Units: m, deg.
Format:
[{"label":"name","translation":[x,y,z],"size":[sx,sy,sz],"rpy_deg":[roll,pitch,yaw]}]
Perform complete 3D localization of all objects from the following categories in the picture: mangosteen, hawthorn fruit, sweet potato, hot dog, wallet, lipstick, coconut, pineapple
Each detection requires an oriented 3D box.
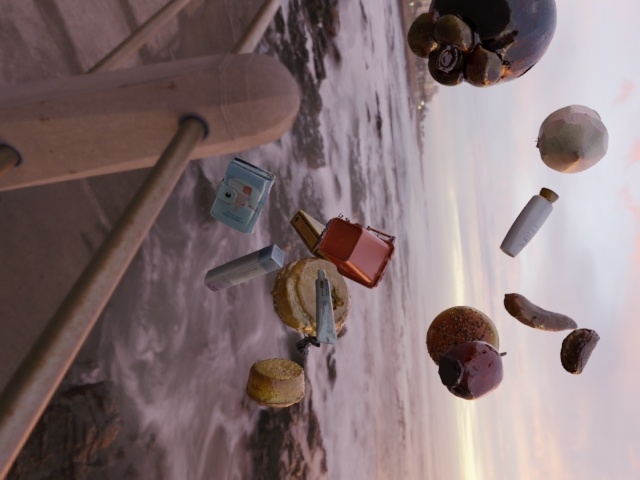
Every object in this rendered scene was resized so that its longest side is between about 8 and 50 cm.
[{"label":"mangosteen","translation":[0.375,-0.496,1.201],"size":[0.307,0.347,0.307],"rpy_deg":[47,-13,14]},{"label":"hawthorn fruit","translation":[0.538,0.441,1.778],"size":[0.215,0.249,0.215],"rpy_deg":[58,-7,12]},{"label":"sweet potato","translation":[0.786,0.276,1.835],"size":[0.097,0.291,0.097],"rpy_deg":[-155,-90,-90]},{"label":"hot dog","translation":[0.763,0.324,1.506],"size":[0.147,0.065,0.099],"rpy_deg":[-59,-171,-1]},{"label":"wallet","translation":[-0.279,-0.156,1.804],"size":[0.075,0.176,0.250],"rpy_deg":[-69,-174,-58]},{"label":"lipstick","translation":[-0.276,0.102,1.819],"size":[0.066,0.317,0.068],"rpy_deg":[48,34,-35]},{"label":"coconut","translation":[0.829,-0.331,1.678],"size":[0.234,0.224,0.224],"rpy_deg":[-54,140,-46]},{"label":"pineapple","translation":[-0.018,0.452,2.422],"size":[0.125,0.251,0.125],"rpy_deg":[44,16,-15]}]

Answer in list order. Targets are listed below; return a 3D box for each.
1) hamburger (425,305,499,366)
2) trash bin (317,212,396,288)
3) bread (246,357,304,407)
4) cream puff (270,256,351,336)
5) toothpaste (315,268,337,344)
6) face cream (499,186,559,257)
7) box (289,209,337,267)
[{"label":"hamburger","translation":[0.568,0.408,2.034],"size":[0.176,0.300,0.300],"rpy_deg":[9,75,-57]},{"label":"trash bin","translation":[0.113,0.019,1.535],"size":[0.185,0.161,0.238],"rpy_deg":[-61,147,-7]},{"label":"bread","translation":[-0.181,0.589,2.108],"size":[0.268,0.268,0.146],"rpy_deg":[-34,134,-76]},{"label":"cream puff","translation":[-0.047,0.230,1.990],"size":[0.343,0.231,0.327],"rpy_deg":[-32,93,-42]},{"label":"toothpaste","translation":[0.010,0.191,1.502],"size":[0.037,0.067,0.256],"rpy_deg":[-49,-145,40]},{"label":"face cream","translation":[0.500,-0.043,1.221],"size":[0.072,0.182,0.051],"rpy_deg":[36,-1,-34]},{"label":"box","translation":[0.000,0.000,2.180],"size":[0.193,0.084,0.301],"rpy_deg":[35,10,-33]}]
